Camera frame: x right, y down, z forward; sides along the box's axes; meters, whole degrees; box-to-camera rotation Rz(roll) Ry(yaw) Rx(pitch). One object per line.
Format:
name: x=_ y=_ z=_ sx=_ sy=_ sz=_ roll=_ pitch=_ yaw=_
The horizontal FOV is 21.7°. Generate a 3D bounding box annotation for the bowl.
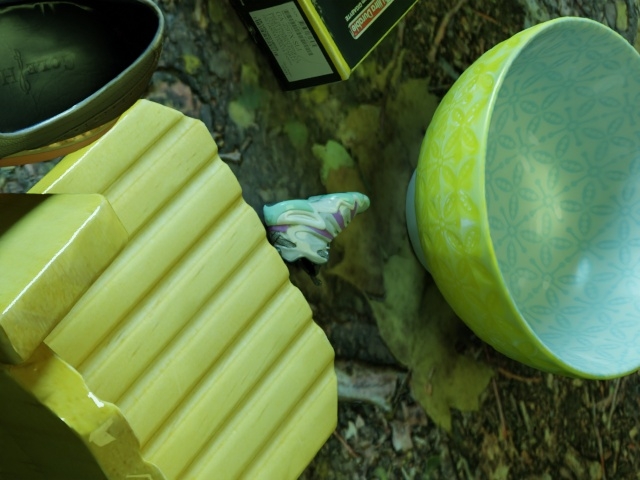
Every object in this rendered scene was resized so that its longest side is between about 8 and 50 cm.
bowl: x=0.163 y=-0.027 z=1.363 sx=0.289 sy=0.156 sz=0.289 roll=8 pitch=79 yaw=-45

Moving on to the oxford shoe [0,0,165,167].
oxford shoe: x=-0.255 y=-0.077 z=0.919 sx=0.364 sy=0.133 sz=0.130 roll=-23 pitch=91 yaw=-28

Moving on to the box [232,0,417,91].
box: x=0.017 y=-0.312 z=1.313 sx=0.322 sy=0.079 sz=0.257 roll=-49 pitch=117 yaw=-38

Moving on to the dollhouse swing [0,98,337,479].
dollhouse swing: x=-0.059 y=0.091 z=1.045 sx=0.305 sy=0.315 sz=0.347 roll=-40 pitch=113 yaw=-28

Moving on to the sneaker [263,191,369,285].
sneaker: x=0.000 y=0.000 z=1.281 sx=0.098 sy=0.038 sz=0.069 roll=-9 pitch=93 yaw=-37
